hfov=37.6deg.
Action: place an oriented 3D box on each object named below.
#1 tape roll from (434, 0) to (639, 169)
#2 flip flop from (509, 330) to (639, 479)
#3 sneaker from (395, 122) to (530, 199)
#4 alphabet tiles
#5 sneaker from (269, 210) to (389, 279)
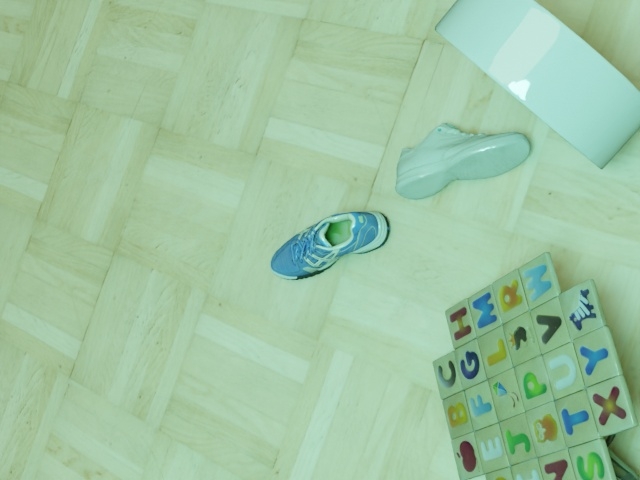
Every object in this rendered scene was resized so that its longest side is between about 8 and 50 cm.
[{"bbox_3d":[0.281,-0.218,1.196,0.100,0.286,0.286,-50,57,15],"label":"tape roll"},{"bbox_3d":[0.324,0.181,1.190,0.080,0.112,0.277,-31,57,8],"label":"flip flop"},{"bbox_3d":[0.199,-0.134,1.364,0.212,0.080,0.094,-16,58,32],"label":"sneaker"},{"bbox_3d":[0.251,0.187,1.179,0.342,0.011,0.285,-42,55,55],"label":"alphabet tiles"},{"bbox_3d":[0.000,0.000,1.457,0.211,0.081,0.080,-26,67,28],"label":"sneaker"}]
